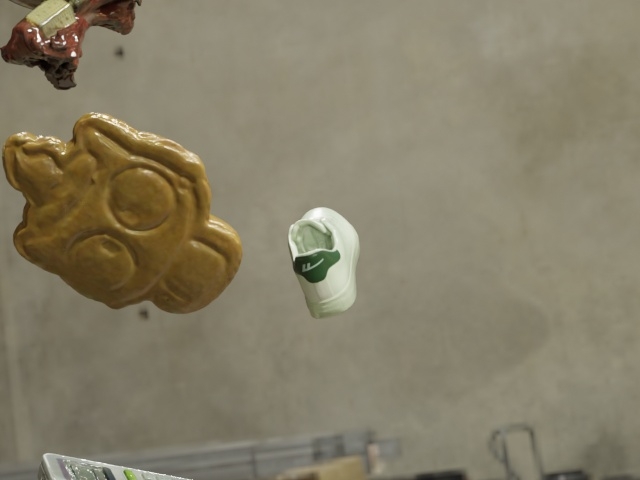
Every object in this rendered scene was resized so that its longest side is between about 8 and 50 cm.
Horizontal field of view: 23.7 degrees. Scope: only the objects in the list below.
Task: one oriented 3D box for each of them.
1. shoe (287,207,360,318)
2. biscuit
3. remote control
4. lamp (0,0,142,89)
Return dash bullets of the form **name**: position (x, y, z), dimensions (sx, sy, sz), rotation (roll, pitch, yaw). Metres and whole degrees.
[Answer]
- **shoe**: position (0.000, 0.000, 2.169), dimensions (0.095, 0.110, 0.265), rotation (-20, 30, 6)
- **biscuit**: position (-0.286, -0.035, 2.164), dimensions (0.376, 0.269, 0.051), rotation (32, 17, -12)
- **remote control**: position (-0.188, 0.287, 1.707), dimensions (0.250, 0.034, 0.103), rotation (14, 7, -19)
- **lamp**: position (-0.284, -0.295, 1.582), dimensions (0.215, 0.223, 0.151), rotation (-46, -10, -39)
